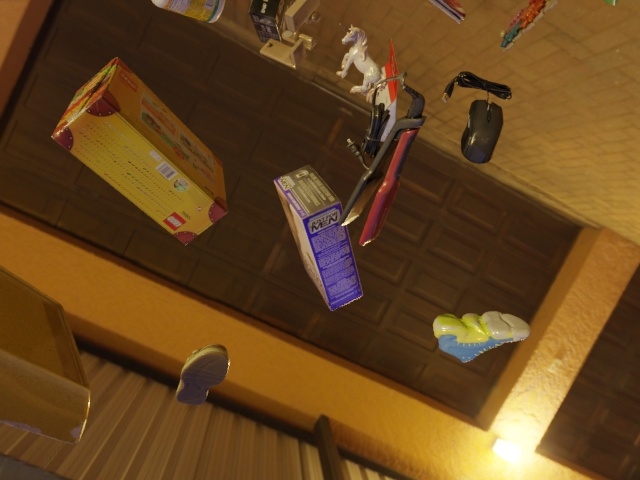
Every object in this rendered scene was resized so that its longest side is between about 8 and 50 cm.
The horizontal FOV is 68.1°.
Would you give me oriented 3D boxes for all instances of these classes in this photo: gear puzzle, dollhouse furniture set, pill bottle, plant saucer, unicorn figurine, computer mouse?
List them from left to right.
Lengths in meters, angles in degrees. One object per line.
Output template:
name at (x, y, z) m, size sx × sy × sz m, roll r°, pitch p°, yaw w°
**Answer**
plant saucer at (-0.538, 0.165, 0.833) m, size 0.333 × 0.081 × 0.332 m, roll 48°, pitch 169°, yaw 35°
pill bottle at (-0.360, -0.641, 1.204) m, size 0.209 × 0.117 × 0.118 m, roll -1°, pitch -157°, yaw -40°
dollhouse furniture set at (-0.087, -0.581, 1.260) m, size 0.123 × 0.144 × 0.151 m, roll 30°, pitch 163°, yaw 18°
unicorn figurine at (0.082, -0.378, 1.005) m, size 0.162 × 0.060 × 0.111 m, roll 37°, pitch 142°, yaw -14°
computer mouse at (0.411, -0.345, 1.273) m, size 0.184 × 0.261 × 0.060 m, roll 22°, pitch 165°, yaw 1°
gear puzzle at (0.613, -0.670, 1.282) m, size 0.044 × 0.175 × 0.339 m, roll 34°, pitch 152°, yaw -7°

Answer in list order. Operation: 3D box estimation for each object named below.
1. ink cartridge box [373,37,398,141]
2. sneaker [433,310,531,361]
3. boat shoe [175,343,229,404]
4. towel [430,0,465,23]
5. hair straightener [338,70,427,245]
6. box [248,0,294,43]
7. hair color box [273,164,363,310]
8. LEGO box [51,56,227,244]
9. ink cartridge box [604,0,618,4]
ink cartridge box at (0.191, -0.444, 1.408) m, size 0.066 × 0.188 × 0.232 m, roll -6°, pitch 143°, yaw 6°
sneaker at (0.421, 0.257, 1.249) m, size 0.240 × 0.126 × 0.091 m, roll 2°, pitch -151°, yaw 18°
boat shoe at (-0.161, 0.175, 0.647) m, size 0.056 × 0.153 × 0.048 m, roll 16°, pitch -135°, yaw -15°
towel at (0.267, -0.756, 1.325) m, size 0.237 × 0.037 × 0.328 m, roll 11°, pitch -134°, yaw -39°
hair straightener at (0.058, -0.098, 0.560) m, size 0.047 × 0.230 × 0.089 m, roll -32°, pitch -118°, yaw -33°
box at (-0.139, -0.687, 1.399) m, size 0.078 × 0.147 × 0.180 m, roll 15°, pitch 177°, yaw 4°
hair color box at (0.000, 0.000, 1.204) m, size 0.185 × 0.110 × 0.338 m, roll 55°, pitch 165°, yaw 46°
LEGO box at (-0.542, -0.285, 1.522) m, size 0.500 × 0.193 × 0.372 m, roll 47°, pitch -166°, yaw -35°
ink cartridge box at (0.520, -0.616, 0.898) m, size 0.211 × 0.121 × 0.289 m, roll 49°, pitch -163°, yaw 24°
